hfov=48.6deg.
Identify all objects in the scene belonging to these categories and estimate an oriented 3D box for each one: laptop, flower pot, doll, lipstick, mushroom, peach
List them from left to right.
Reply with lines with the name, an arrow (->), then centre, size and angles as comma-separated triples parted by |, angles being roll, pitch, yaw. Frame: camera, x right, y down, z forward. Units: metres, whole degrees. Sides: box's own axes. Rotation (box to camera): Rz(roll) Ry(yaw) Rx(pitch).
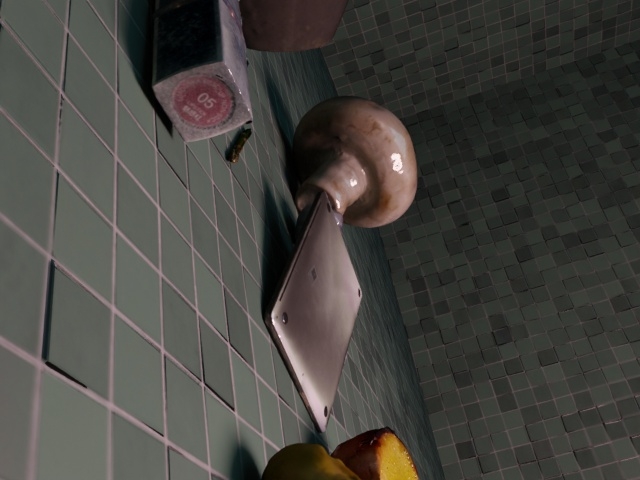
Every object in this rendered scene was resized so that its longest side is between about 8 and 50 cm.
lipstick -> -0.119, -0.216, 0.700 | 0.289, 0.078, 0.076 | -101, 169, -45
flower pot -> -0.058, -0.367, 0.990 | 0.269, 0.269, 0.166 | -97, -170, -51
doll -> 0.000, 0.000, 1.074 | 0.094, 0.079, 0.180 | 60, -11, 25
laptop -> 0.003, 0.080, 0.886 | 0.269, 0.015, 0.187 | -69, 144, -53
mushroom -> 0.039, -0.114, 1.206 | 0.243, 0.244, 0.243 | -17, 90, -82
peach -> 0.051, 0.277, 0.765 | 0.172, 0.093, 0.127 | 1, 66, -69

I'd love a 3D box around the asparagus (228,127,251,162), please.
asparagus -> -0.097, -0.119, 0.870 | 0.016, 0.013, 0.166 | 59, 11, -16

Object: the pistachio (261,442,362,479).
pistachio -> 0.009, 0.242, 0.519 | 0.110, 0.100, 0.189 | 58, 15, -47
